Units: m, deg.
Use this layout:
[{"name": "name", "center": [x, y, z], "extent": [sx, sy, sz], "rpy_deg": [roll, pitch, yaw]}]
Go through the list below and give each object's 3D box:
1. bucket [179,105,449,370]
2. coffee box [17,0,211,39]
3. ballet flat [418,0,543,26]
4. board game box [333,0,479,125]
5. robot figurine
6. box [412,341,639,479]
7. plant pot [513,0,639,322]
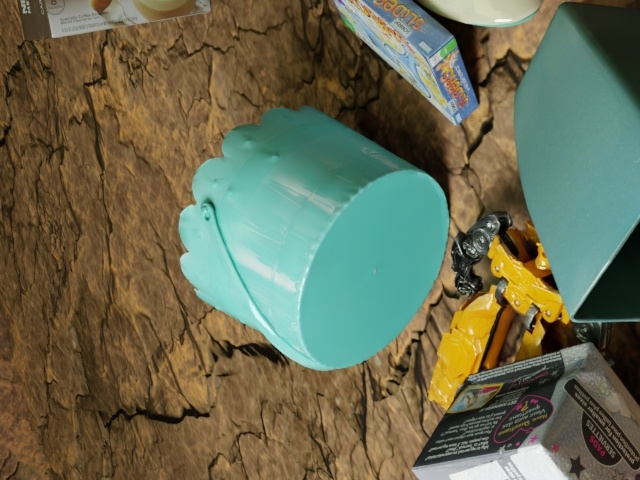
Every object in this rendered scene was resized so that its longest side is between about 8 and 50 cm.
[{"name": "bucket", "center": [0.000, 0.000, 1.129], "extent": [0.183, 0.281, 0.281], "rpy_deg": [31, 129, 37]}, {"name": "coffee box", "center": [-0.286, -0.363, 1.365], "extent": [0.098, 0.246, 0.141], "rpy_deg": [13, 115, 51]}, {"name": "ballet flat", "center": [0.110, -0.278, 0.984], "extent": [0.248, 0.086, 0.086], "rpy_deg": [32, 130, 43]}, {"name": "board game box", "center": [0.077, -0.221, 1.046], "extent": [0.201, 0.035, 0.136], "rpy_deg": [48, 179, 31]}, {"name": "robot figurine", "center": [0.207, 0.105, 1.042], "extent": [0.211, 0.085, 0.291], "rpy_deg": [45, 138, 33]}, {"name": "box", "center": [0.237, 0.243, 0.925], "extent": [0.163, 0.142, 0.247], "rpy_deg": [-25, 108, 47]}, {"name": "plant pot", "center": [0.257, -0.079, 0.795], "extent": [0.166, 0.165, 0.234], "rpy_deg": [111, 152, -44]}]
